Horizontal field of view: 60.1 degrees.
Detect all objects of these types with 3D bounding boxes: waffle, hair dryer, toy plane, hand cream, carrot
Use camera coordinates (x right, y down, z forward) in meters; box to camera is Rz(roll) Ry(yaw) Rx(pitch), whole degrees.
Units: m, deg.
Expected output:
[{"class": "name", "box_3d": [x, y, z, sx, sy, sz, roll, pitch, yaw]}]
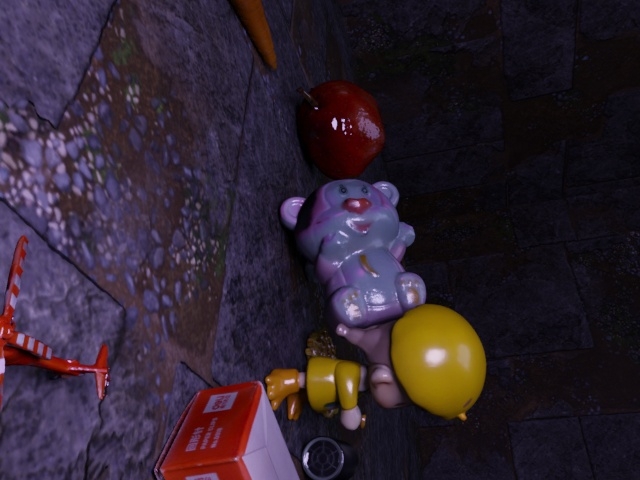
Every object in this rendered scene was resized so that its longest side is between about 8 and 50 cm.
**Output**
[{"class": "waffle", "box_3d": [0.008, 0.275, 1.148, 0.191, 0.038, 0.191, -10, 90, -77]}, {"class": "hair dryer", "box_3d": [0.019, 0.497, 1.021, 0.195, 0.078, 0.248, 56, 38, -62]}, {"class": "toy plane", "box_3d": [-0.206, 0.062, 0.358, 0.194, 0.077, 0.126, 17, 68, -84]}, {"class": "hand cream", "box_3d": [0.000, 0.000, 1.292, 0.255, 0.048, 0.079, -82, 163, -56]}, {"class": "carrot", "box_3d": [-0.131, -0.436, 1.016, 0.336, 0.069, 0.069, 60, 25, -63]}]

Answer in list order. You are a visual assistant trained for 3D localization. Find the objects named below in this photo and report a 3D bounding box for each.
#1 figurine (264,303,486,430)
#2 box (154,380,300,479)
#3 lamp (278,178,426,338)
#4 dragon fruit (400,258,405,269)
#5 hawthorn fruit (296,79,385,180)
[{"class": "figurine", "box_3d": [0.093, 0.216, 0.898, 0.215, 0.344, 0.187, 41, 36, -73]}, {"class": "box", "box_3d": [-0.094, 0.271, 0.616, 0.133, 0.099, 0.182, -76, 151, -65]}, {"class": "lamp", "box_3d": [0.068, 0.035, 1.077, 0.247, 0.247, 0.301, 97, -23, -65]}, {"class": "dragon fruit", "box_3d": [0.134, 0.070, 1.514, 0.198, 0.218, 0.272, 35, -25, 53]}, {"class": "hawthorn fruit", "box_3d": [0.036, -0.286, 1.319, 0.266, 0.210, 0.230, 44, 42, -45]}]
